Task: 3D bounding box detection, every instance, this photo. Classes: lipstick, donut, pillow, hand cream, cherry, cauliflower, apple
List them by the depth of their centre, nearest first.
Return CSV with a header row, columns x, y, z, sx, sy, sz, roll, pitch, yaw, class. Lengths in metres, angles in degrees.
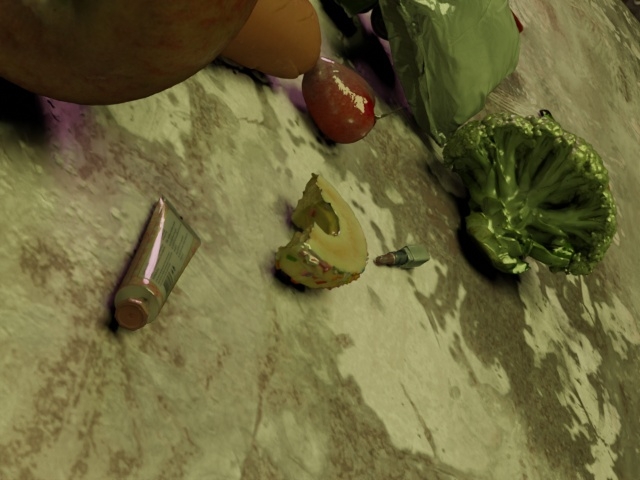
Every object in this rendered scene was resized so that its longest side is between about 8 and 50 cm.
x,y,z,sx,sy,sz,roll,pitch,yaw,class
-0.221,-0.278,1.137,0.345,0.345,0.269,42,43,-25,apple
-0.160,0.021,1.200,0.067,0.043,0.210,50,22,-16,hand cream
0.003,0.004,1.445,0.108,0.065,0.166,44,28,-21,donut
0.105,0.023,1.635,0.107,0.025,0.025,-5,64,-52,lipstick
0.028,-0.189,1.677,0.126,0.087,0.106,45,25,5,cherry
0.316,-0.049,1.902,0.250,0.275,0.272,-50,143,-26,cauliflower
0.216,-0.336,1.946,0.283,0.138,0.310,-51,134,-34,pillow
0.487,-0.218,2.513,0.036,0.023,0.122,-3,60,-46,hand cream

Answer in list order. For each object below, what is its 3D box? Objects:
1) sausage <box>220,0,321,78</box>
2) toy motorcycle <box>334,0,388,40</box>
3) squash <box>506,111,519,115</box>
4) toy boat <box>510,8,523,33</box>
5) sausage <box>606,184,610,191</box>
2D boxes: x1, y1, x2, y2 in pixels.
x,y,z,sx,sy,sz,roll,pitch,yaw,class
-0.107,-0.287,1.533,0.304,0.121,0.121,14,48,-55,sausage
0.055,-0.435,1.951,0.275,0.127,0.205,49,25,-6,toy motorcycle
0.326,-0.173,2.160,0.069,0.069,0.258,48,28,-14,squash
0.225,-0.467,2.254,0.332,0.145,0.133,38,9,-34,toy boat
0.442,-0.075,2.180,0.241,0.120,0.136,-26,94,-63,sausage
